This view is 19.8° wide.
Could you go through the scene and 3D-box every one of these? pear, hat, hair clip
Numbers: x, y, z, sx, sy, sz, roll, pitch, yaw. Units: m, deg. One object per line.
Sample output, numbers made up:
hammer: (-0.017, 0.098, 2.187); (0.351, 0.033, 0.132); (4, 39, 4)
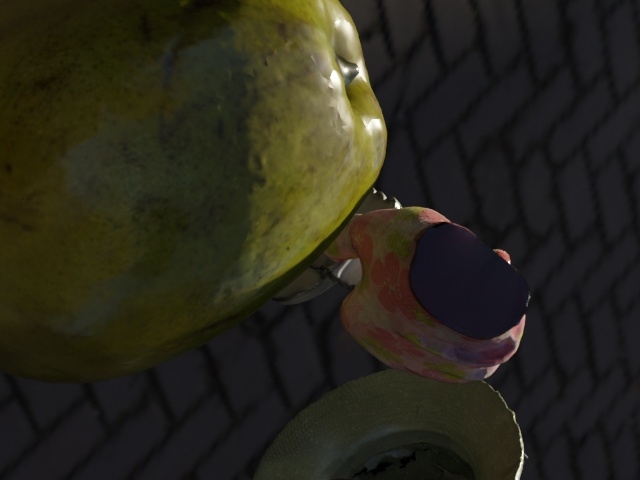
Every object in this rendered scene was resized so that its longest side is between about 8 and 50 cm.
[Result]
pear: (-0.114, -0.045, 1.112); (0.307, 0.253, 0.253); (-19, 139, 10)
hat: (0.075, 0.245, 1.637); (0.257, 0.257, 0.130); (-45, 132, -26)
hair clip: (0.000, 0.000, 1.680); (0.054, 0.220, 0.140); (39, 86, -25)

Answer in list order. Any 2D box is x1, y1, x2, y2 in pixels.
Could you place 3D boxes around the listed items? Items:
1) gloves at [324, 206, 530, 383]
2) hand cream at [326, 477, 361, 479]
gloves: (0.072, 0.043, 1.373); (0.145, 0.241, 0.126); (11, 75, -11)
hand cream: (0.002, 0.182, 0.868); (0.087, 0.054, 0.186); (-22, 139, -32)
